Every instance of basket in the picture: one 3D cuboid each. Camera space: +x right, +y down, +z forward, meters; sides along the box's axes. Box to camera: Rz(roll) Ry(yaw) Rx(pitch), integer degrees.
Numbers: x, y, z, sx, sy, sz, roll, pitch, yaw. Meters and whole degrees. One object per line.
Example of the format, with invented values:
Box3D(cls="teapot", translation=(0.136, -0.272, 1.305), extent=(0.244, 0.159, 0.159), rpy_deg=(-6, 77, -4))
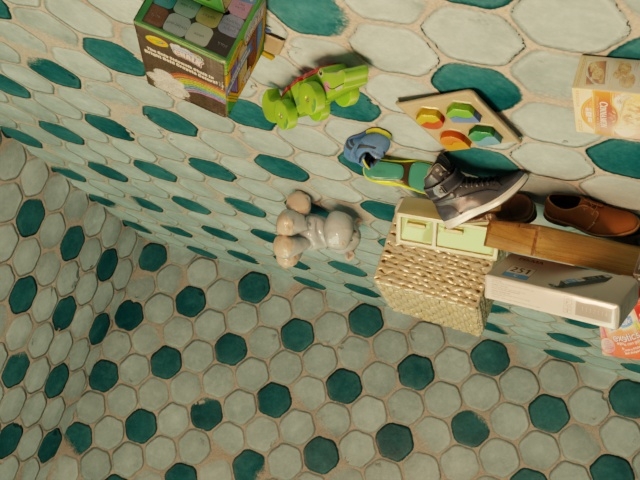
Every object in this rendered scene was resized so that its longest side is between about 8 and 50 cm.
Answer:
Box3D(cls="basket", translation=(0.356, 0.081, 2.159), extent=(0.328, 0.267, 0.331), rpy_deg=(16, 163, 19))

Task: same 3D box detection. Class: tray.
Box3D(cls="tray", translation=(0.614, 0.026, 1.749), extent=(0.410, 0.076, 0.203), rpy_deg=(12, -178, -20))

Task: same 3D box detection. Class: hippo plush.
Box3D(cls="hippo plush", translation=(0.000, 0.000, 2.385), extent=(0.236, 0.235, 0.294), rpy_deg=(16, 165, 17))

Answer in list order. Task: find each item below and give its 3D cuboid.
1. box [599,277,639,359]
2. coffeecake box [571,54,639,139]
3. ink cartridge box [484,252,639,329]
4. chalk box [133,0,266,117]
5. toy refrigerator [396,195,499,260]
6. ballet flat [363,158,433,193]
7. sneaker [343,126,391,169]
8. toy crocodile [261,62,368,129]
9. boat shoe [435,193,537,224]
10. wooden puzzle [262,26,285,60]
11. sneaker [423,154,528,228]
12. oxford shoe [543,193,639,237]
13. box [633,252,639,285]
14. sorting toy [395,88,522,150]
Box3D(cls="box", translation=(0.814, 0.171, 1.819), extent=(0.299, 0.154, 0.142), rpy_deg=(-16, -169, -40))
Box3D(cls="coffeecake box", translation=(0.513, -0.226, 1.215), extent=(0.185, 0.068, 0.142), rpy_deg=(12, 163, 26))
Box3D(cls="ink cartridge box", translation=(0.558, 0.086, 1.674), extent=(0.296, 0.066, 0.261), rpy_deg=(13, -152, 36))
Box3D(cls="chalk box", translation=(-0.210, -0.386, 1.345), extent=(0.180, 0.179, 0.289), rpy_deg=(24, 162, 0))
Box3D(cls="toy refrigerator", translation=(0.337, -0.031, 1.955), extent=(0.269, 0.094, 0.102), rpy_deg=(11, 129, 18))
Box3D(cls="ballet flat", translation=(0.219, -0.162, 1.850), extent=(0.230, 0.077, 0.077), rpy_deg=(12, -175, 19))
Box3D(cls="sneaker", translation=(0.100, -0.208, 1.804), extent=(0.069, 0.082, 0.209), rpy_deg=(22, 167, -18))
Box3D(cls="toy crocodile", translation=(-0.017, -0.308, 1.567), extent=(0.115, 0.105, 0.340), rpy_deg=(-20, -176, -28))
Box3D(cls="boat shoe", translation=(0.413, -0.073, 1.865), extent=(0.257, 0.095, 0.095), rpy_deg=(12, 174, 38))
Box3D(cls="wooden puzzle", translation=(-0.111, -0.402, 1.509), extent=(0.078, 0.014, 0.116), rpy_deg=(20, 166, -15))
Box3D(cls="sneaker", translation=(0.343, -0.142, 1.711), extent=(0.226, 0.086, 0.163), rpy_deg=(-29, 100, 27))
Box3D(cls="oxford shoe", translation=(0.612, -0.061, 1.693), extent=(0.212, 0.076, 0.076), rpy_deg=(12, 150, 22))
Box3D(cls="box", translation=(0.696, 0.003, 1.484), extent=(0.056, 0.231, 0.183), rpy_deg=(12, 163, 39))
Box3D(cls="sorting toy", translation=(0.281, -0.238, 1.539), extent=(0.208, 0.038, 0.193), rpy_deg=(4, 159, 47))
